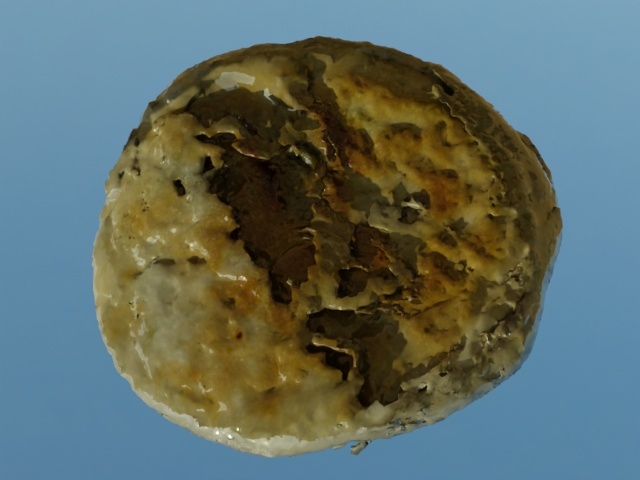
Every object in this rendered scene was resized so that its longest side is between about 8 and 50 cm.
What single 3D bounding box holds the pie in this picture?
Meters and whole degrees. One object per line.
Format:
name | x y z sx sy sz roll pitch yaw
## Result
pie | 0.000 0.000 0.997 0.339 0.077 0.339 -4 -112 9
